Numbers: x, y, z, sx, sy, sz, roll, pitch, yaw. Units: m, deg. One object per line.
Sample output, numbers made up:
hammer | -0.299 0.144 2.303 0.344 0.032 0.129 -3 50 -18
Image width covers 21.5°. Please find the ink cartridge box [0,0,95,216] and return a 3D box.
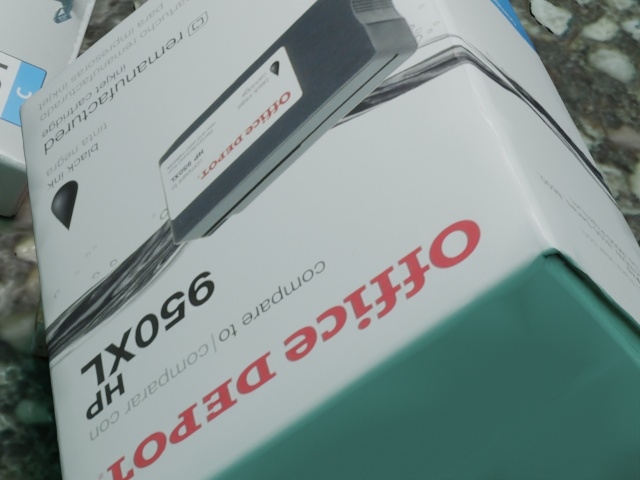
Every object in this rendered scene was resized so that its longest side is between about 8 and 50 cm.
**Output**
ink cartridge box | -0.300 -0.186 1.235 0.261 0.066 0.296 22 49 -13

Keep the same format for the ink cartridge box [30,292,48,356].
ink cartridge box | -0.116 0.011 1.178 0.145 0.045 0.179 11 53 -10

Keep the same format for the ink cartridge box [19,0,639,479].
ink cartridge box | 0.000 0.000 0.929 0.166 0.285 0.395 41 20 -37
